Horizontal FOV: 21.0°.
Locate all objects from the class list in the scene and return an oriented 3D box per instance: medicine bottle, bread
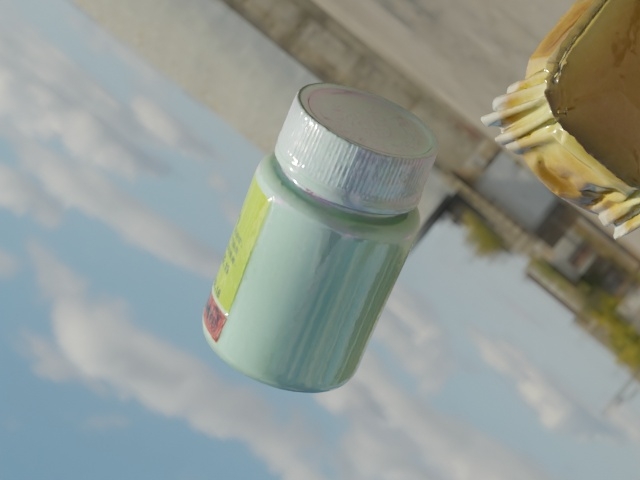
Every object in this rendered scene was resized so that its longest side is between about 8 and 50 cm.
[{"bbox_3d":[0.000,0.000,1.387,0.139,0.225,0.139,18,-154,-9],"label":"medicine bottle"},{"bbox_3d":[0.232,-0.127,1.173,0.136,0.241,0.107,41,160,-6],"label":"bread"}]
